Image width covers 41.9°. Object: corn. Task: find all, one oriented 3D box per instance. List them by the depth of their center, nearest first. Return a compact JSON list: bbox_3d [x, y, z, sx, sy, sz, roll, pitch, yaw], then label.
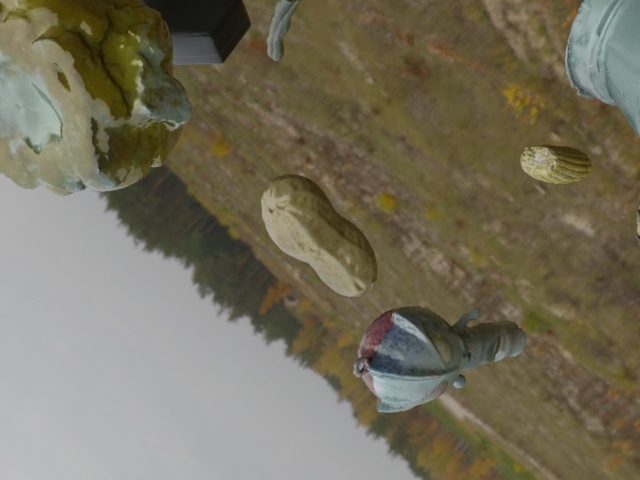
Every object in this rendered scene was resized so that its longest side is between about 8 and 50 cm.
[{"bbox_3d":[0.376,-0.123,1.338,0.085,0.063,0.165,33,-160,31],"label":"corn"}]

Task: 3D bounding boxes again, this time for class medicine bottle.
[{"bbox_3d":[0.448,-0.193,0.941,0.290,0.245,0.245,44,176,42],"label":"medicine bottle"}]

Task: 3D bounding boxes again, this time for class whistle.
[{"bbox_3d":[0.173,0.160,1.213,0.134,0.346,0.142,-13,83,47],"label":"whistle"}]

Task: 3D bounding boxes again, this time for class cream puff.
[{"bbox_3d":[-0.357,-0.236,1.238,0.379,0.275,0.378,13,127,18],"label":"cream puff"}]

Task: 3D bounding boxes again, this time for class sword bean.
[{"bbox_3d":[-0.071,-0.392,1.524,0.043,0.038,0.269,25,167,-4],"label":"sword bean"}]

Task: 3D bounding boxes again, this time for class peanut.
[{"bbox_3d":[0.000,0.000,1.386,0.256,0.123,0.123,47,174,-20],"label":"peanut"}]

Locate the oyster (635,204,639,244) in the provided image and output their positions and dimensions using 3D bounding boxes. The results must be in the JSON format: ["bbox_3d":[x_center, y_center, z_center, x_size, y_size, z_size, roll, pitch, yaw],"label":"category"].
[{"bbox_3d":[0.415,0.032,0.912,0.199,0.106,0.061,55,155,3],"label":"oyster"}]

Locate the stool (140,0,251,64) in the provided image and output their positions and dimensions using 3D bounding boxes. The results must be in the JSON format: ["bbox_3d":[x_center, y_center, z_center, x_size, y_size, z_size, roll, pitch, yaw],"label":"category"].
[{"bbox_3d":[-0.276,-0.505,1.850,0.232,0.232,0.141,43,172,17],"label":"stool"}]
